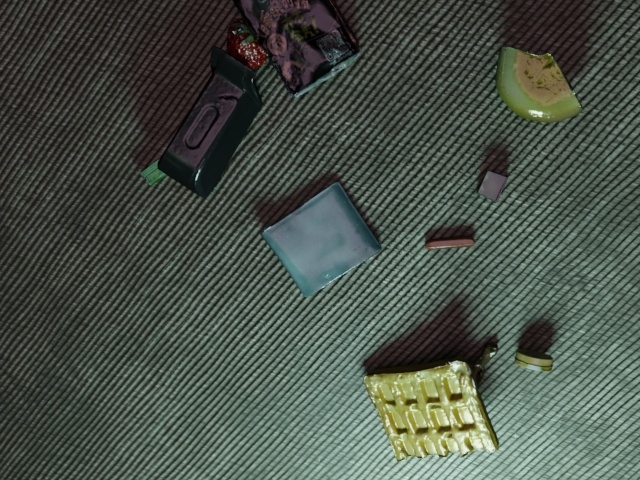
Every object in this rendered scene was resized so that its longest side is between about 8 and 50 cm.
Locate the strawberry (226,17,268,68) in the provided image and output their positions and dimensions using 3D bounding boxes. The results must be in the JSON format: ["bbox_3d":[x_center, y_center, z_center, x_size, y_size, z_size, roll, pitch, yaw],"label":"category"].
[{"bbox_3d":[-0.214,-0.528,1.464,0.085,0.192,0.140,-39,127,-13],"label":"strawberry"}]

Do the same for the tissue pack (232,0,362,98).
[{"bbox_3d":[-0.062,-0.596,1.486,0.245,0.123,0.332,-32,97,6],"label":"tissue pack"}]

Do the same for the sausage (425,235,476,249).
[{"bbox_3d":[0.380,0.007,1.565,0.147,0.030,0.035,-7,99,9],"label":"sausage"}]

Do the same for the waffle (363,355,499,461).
[{"bbox_3d":[0.324,0.496,1.575,0.348,0.077,0.304,-18,95,33],"label":"waffle"}]

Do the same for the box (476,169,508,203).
[{"bbox_3d":[0.485,-0.154,1.512,0.063,0.060,0.085,23,103,8],"label":"box"}]

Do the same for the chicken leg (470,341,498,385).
[{"bbox_3d":[0.463,0.383,1.595,0.069,0.085,0.198,37,88,25],"label":"chicken leg"}]

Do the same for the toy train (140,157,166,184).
[{"bbox_3d":[-0.507,-0.213,1.648,0.093,0.038,0.056,-34,100,11],"label":"toy train"}]

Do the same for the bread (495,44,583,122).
[{"bbox_3d":[0.559,-0.412,1.421,0.156,0.158,0.261,-32,94,22],"label":"bread"}]

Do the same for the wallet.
[{"bbox_3d":[0.000,0.000,1.605,0.290,0.054,0.251,-35,94,10],"label":"wallet"}]

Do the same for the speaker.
[{"bbox_3d":[-0.322,-0.327,1.516,0.180,0.184,0.388,32,96,2],"label":"speaker"}]

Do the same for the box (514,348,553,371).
[{"bbox_3d":[0.619,0.346,1.550,0.105,0.105,0.037,9,94,6],"label":"box"}]
